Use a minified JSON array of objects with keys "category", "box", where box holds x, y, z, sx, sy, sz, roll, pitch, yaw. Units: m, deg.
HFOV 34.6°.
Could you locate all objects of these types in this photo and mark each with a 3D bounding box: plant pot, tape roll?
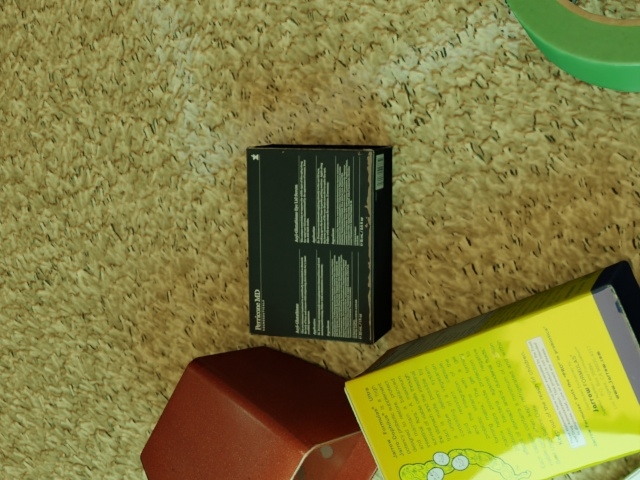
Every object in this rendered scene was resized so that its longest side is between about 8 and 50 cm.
[{"category":"plant pot","box":[-0.084,0.291,1.416,0.235,0.267,0.267,38,110,26]},{"category":"tape roll","box":[0.345,-0.316,1.062,0.321,0.077,0.321,-8,72,25]}]

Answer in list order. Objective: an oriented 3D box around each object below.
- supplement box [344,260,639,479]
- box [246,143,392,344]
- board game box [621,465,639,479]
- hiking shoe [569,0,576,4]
[{"category":"supplement box","box":[0.246,0.188,1.289,0.356,0.194,0.195,-24,88,23]},{"category":"box","box":[0.000,0.000,1.410,0.184,0.103,0.261,3,99,18]},{"category":"board game box","box":[0.499,0.458,1.294,0.390,0.050,0.390,-45,83,19]},{"category":"hiking shoe","box":[0.253,-0.407,1.234,0.113,0.132,0.304,0,97,22]}]
